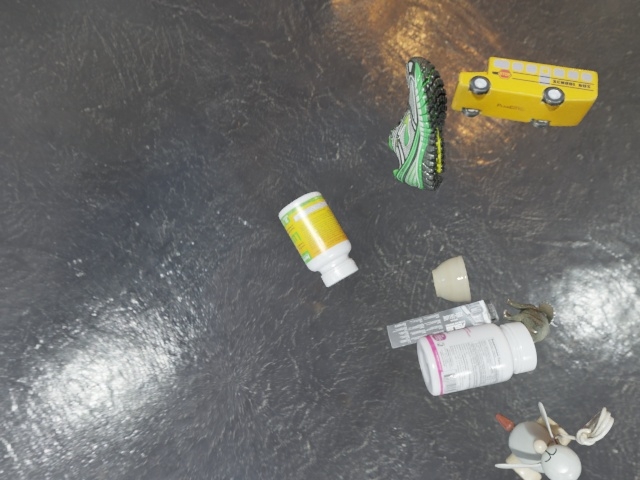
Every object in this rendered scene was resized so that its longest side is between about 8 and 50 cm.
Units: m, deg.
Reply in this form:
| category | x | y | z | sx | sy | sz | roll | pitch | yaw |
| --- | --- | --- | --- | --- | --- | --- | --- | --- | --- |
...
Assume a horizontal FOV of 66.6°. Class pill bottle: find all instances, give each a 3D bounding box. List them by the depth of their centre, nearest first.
| category | x | y | z | sx | sy | sz | roll | pitch | yaw |
| --- | --- | --- | --- | --- | --- | --- | --- | --- | --- |
| pill bottle | 0.421 | 0.315 | 1.330 | 0.283 | 0.160 | 0.160 | -11 | 76 | -1 |
| pill bottle | 0.000 | 0.000 | 1.356 | 0.136 | 0.136 | 0.245 | -28 | 83 | -17 |

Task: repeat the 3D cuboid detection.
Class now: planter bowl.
| category | x | y | z | sx | sy | sz | roll | pitch | yaw |
| --- | --- | --- | --- | --- | --- | --- | --- | --- | --- |
| planter bowl | 0.446 | 0.141 | 1.681 | 0.109 | 0.162 | 0.162 | -12 | 75 | 11 |

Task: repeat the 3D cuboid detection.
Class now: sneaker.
| category | x | y | z | sx | sy | sz | roll | pitch | yaw |
| --- | --- | --- | --- | --- | --- | --- | --- | --- | --- |
| sneaker | 0.238 | -0.295 | 1.261 | 0.146 | 0.343 | 0.134 | 12 | 30 | 30 |

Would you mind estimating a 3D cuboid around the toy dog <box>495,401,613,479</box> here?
| category | x | y | z | sx | sy | sz | roll | pitch | yaw |
| --- | --- | --- | --- | --- | --- | --- | --- | --- | --- |
| toy dog | 0.482 | 0.452 | 1.108 | 0.161 | 0.333 | 0.220 | 38 | 64 | 22 |

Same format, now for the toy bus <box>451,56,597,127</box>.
| category | x | y | z | sx | sy | sz | roll | pitch | yaw |
| --- | --- | --- | --- | --- | --- | --- | --- | --- | --- |
| toy bus | 0.516 | -0.382 | 1.251 | 0.333 | 0.108 | 0.130 | 11 | 68 | 8 |

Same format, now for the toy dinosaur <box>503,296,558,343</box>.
| category | x | y | z | sx | sy | sz | roll | pitch | yaw |
| --- | --- | --- | --- | --- | --- | --- | --- | --- | --- |
| toy dinosaur | 0.695 | 0.275 | 1.621 | 0.160 | 0.313 | 0.120 | 8 | 111 | 29 |

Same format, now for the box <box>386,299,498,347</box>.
| category | x | y | z | sx | sy | sz | roll | pitch | yaw |
| --- | --- | --- | --- | --- | --- | --- | --- | --- | --- |
| box | 0.393 | 0.262 | 1.547 | 0.308 | 0.242 | 0.076 | -19 | 76 | 21 |
